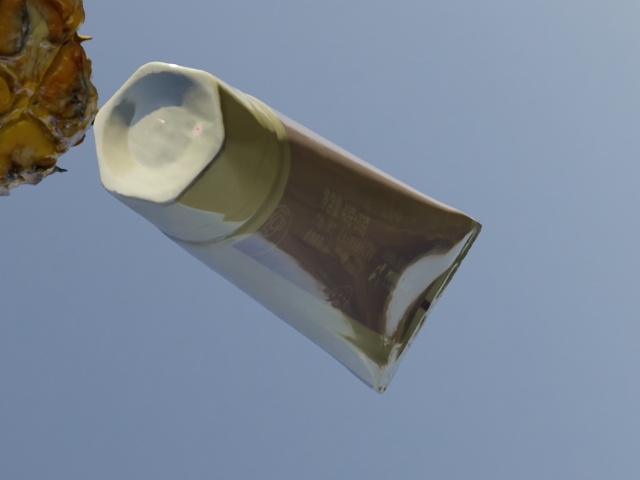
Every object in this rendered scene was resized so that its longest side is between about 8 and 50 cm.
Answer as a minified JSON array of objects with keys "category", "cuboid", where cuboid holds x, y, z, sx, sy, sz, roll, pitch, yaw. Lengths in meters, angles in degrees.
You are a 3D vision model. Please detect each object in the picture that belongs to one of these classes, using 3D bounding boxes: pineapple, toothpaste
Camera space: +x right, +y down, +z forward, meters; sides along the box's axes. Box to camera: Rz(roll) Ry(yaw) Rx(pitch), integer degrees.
[{"category":"pineapple","cuboid":[-0.247,-0.066,1.208,0.158,0.334,0.161,48,-144,-16]},{"category":"toothpaste","cuboid":[0.000,0.000,1.073,0.125,0.080,0.371,-60,-30,-1]}]
